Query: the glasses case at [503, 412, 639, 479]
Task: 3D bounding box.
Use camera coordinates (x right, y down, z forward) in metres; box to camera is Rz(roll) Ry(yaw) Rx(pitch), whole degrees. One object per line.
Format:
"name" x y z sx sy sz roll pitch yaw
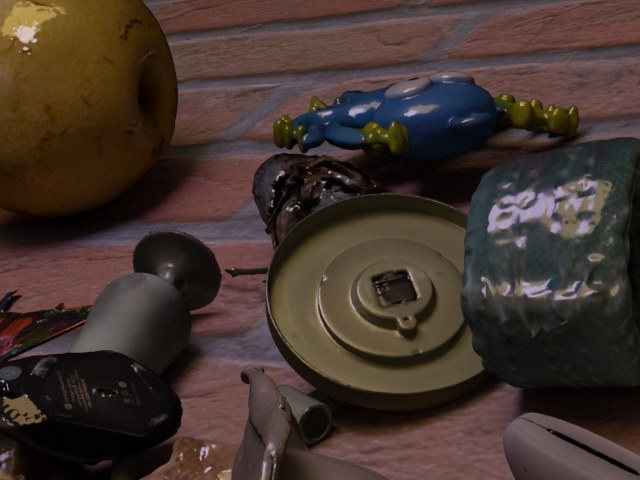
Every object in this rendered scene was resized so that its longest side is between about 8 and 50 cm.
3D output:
"glasses case" 0.199 0.178 1.038 0.049 0.076 0.197 -29 27 -23

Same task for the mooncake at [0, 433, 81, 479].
"mooncake" -0.274 0.203 1.305 0.125 0.073 0.130 -16 25 -2

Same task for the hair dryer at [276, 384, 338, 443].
"hair dryer" 0.014 0.138 1.312 0.124 0.038 0.063 -22 24 -30

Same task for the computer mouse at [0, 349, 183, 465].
"computer mouse" -0.212 0.148 1.283 0.192 0.062 0.106 7 39 -27

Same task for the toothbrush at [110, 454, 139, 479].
"toothbrush" -0.172 0.241 1.211 0.030 0.025 0.342 5 24 -2

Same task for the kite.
"kite" -0.389 0.111 1.656 0.321 0.016 0.234 -6 25 23

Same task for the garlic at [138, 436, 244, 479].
"garlic" -0.086 0.224 1.122 0.174 0.099 0.124 -5 45 35

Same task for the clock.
"clock" 0.067 0.049 1.328 0.235 0.029 0.235 1 51 -1

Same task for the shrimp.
"shrimp" 0.000 0.000 1.527 0.172 0.137 0.372 -54 17 4

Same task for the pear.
"pear" -0.349 -0.197 1.922 0.348 0.348 0.348 -14 23 6

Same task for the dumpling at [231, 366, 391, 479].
"dumpling" -0.004 0.213 0.862 0.181 0.260 0.341 -11 19 28

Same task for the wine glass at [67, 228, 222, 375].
"wine glass" -0.182 0.089 1.462 0.103 0.103 0.231 -7 29 21

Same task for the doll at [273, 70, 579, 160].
"doll" 0.110 -0.157 1.725 0.346 0.099 0.341 -7 16 -26

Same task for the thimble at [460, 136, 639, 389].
"thimble" 0.210 0.023 1.220 0.143 0.198 0.235 -6 19 27
